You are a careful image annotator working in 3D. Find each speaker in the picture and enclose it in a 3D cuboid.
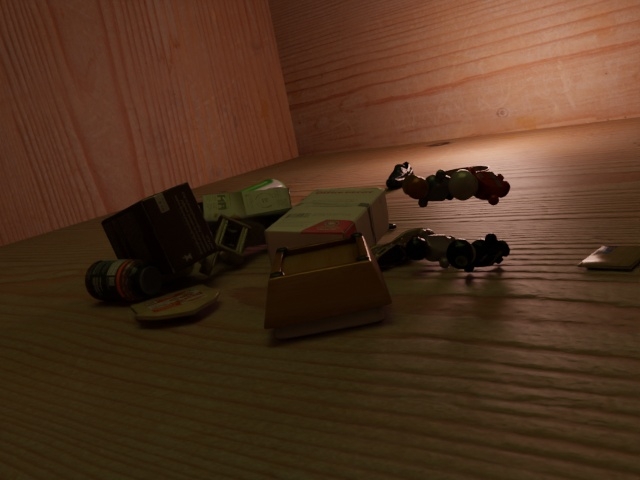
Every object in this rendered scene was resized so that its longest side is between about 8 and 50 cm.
[{"bbox_3d":[-0.238,-0.142,2.528,0.131,0.131,0.296,-4,14,29],"label":"speaker"}]

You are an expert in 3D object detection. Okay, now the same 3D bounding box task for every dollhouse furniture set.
[{"bbox_3d":[-0.268,0.057,1.857,0.101,0.161,0.182,23,46,-12],"label":"dollhouse furniture set"}]

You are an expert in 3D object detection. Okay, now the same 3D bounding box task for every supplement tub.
[{"bbox_3d":[-0.484,0.099,1.709,0.197,0.106,0.106,-1,16,35],"label":"supplement tub"}]

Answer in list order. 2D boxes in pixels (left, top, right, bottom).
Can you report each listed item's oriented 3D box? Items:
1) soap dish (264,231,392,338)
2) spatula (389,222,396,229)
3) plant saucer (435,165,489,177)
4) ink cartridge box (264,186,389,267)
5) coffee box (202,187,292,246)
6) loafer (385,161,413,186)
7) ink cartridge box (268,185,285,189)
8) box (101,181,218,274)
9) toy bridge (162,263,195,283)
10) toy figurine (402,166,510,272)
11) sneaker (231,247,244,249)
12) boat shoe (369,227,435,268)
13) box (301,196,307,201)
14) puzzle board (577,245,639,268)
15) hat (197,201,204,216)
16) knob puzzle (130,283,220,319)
[{"bbox_3d":[0.008,0.078,1.323,0.228,0.118,0.291,-11,11,2],"label":"soap dish"},{"bbox_3d":[0.071,-0.051,1.962,0.296,0.031,0.084,8,13,18],"label":"spatula"},{"bbox_3d":[0.504,-0.229,2.457,0.198,0.036,0.198,-10,13,2],"label":"plant saucer"},{"bbox_3d":[0.025,-0.026,1.664,0.207,0.117,0.283,1,24,26],"label":"ink cartridge box"},{"bbox_3d":[-0.205,-0.061,1.971,0.246,0.141,0.098,-6,54,-7],"label":"coffee box"},{"bbox_3d":[0.300,-0.253,2.650,0.076,0.078,0.223,-6,13,27],"label":"loafer"},{"bbox_3d":[-0.150,-0.123,2.397,0.063,0.109,0.150,-7,12,1],"label":"ink cartridge box"},{"bbox_3d":[-0.427,-0.014,1.793,0.143,0.191,0.381,-28,9,-29],"label":"box"},{"bbox_3d":[-0.391,0.085,1.869,0.063,0.026,0.188,-6,15,24],"label":"toy bridge"},{"bbox_3d":[0.270,-0.044,1.412,0.148,0.213,0.209,-3,6,-37],"label":"toy figurine"},{"bbox_3d":[-0.212,-0.022,2.099,0.083,0.087,0.221,26,40,15],"label":"sneaker"},{"bbox_3d":[0.184,0.024,1.553,0.177,0.064,0.060,-21,19,-13],"label":"boat shoe"},{"bbox_3d":[0.055,-0.088,2.076,0.244,0.101,0.060,1,18,45],"label":"box"},{"bbox_3d":[0.553,0.032,1.289,0.096,0.011,0.128,-1,15,44],"label":"puzzle board"},{"bbox_3d":[-0.391,-0.053,2.251,0.331,0.134,0.331,-12,12,3],"label":"hat"},{"bbox_3d":[-0.306,0.147,1.504,0.213,0.030,0.213,-10,12,2],"label":"knob puzzle"}]
